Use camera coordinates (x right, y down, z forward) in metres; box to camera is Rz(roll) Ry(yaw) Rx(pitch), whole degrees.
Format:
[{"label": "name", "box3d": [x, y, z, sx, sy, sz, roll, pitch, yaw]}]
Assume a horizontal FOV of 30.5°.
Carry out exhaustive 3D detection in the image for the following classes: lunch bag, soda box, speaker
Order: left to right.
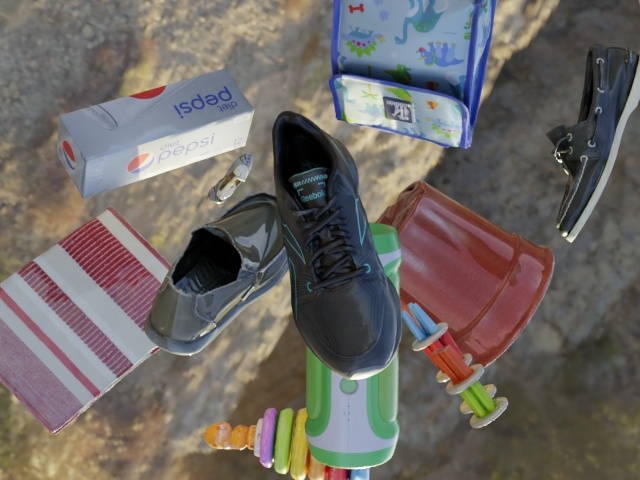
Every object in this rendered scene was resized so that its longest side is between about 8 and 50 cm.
[{"label": "soda box", "box3d": [-0.249, -0.166, 1.777, 0.286, 0.098, 0.091, -21, 152, -28]}, {"label": "speaker", "box3d": [0.041, 0.130, 1.489, 0.131, 0.131, 0.296, -16, 110, -56]}, {"label": "lunch bag", "box3d": [0.078, -0.158, 1.017, 0.096, 0.129, 0.151, -57, 156, -51]}]

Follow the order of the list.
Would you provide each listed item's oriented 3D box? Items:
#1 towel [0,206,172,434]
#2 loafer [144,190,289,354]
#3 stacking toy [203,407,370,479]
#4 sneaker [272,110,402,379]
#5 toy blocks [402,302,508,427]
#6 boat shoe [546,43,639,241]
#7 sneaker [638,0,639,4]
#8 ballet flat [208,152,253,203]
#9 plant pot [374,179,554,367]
[{"label": "towel", "box3d": [-0.370, 0.116, 1.821, 0.329, 0.237, 0.037, -40, 171, -33]}, {"label": "loafer", "box3d": [-0.093, 0.020, 1.252, 0.251, 0.094, 0.087, -54, 167, -45]}, {"label": "stacking toy", "box3d": [-0.059, 0.360, 2.096, 0.175, 0.302, 0.166, 93, 3, -53]}, {"label": "sneaker", "box3d": [0.000, 0.000, 1.077, 0.101, 0.267, 0.106, -20, 150, 6]}, {"label": "toy blocks", "box3d": [0.152, 0.142, 1.395, 0.054, 0.148, 0.123, -38, -174, 1]}, {"label": "boat shoe", "box3d": [0.419, -0.166, 1.865, 0.127, 0.113, 0.340, 97, 16, -80]}, {"label": "sneaker", "box3d": [0.493, -0.302, 1.580, 0.299, 0.112, 0.121, -104, -155, -58]}, {"label": "ballet flat", "box3d": [-0.160, -0.112, 2.180, 0.114, 0.041, 0.041, -48, 154, -3]}, {"label": "plant pot", "box3d": [0.219, 0.049, 2.057, 0.272, 0.265, 0.272, -53, -170, 13]}]
